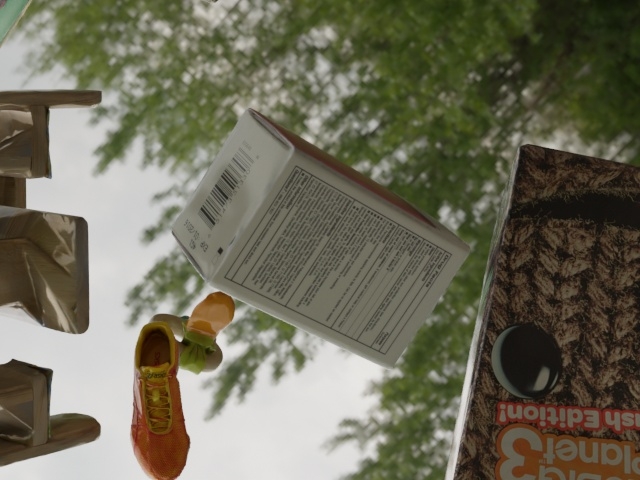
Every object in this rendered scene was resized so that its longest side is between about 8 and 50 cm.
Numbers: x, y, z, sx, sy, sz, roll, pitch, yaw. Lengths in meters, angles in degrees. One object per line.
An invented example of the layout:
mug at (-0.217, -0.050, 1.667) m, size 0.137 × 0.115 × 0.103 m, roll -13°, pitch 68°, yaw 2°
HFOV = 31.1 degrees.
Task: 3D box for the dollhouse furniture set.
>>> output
dollhouse furniture set at (-0.361, 0.010, 1.292) m, size 0.394 × 0.362 × 0.256 m, roll 8°, pitch -169°, yaw 41°

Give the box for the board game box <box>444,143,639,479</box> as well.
board game box at (0.213, 0.111, 0.772) m, size 0.232 × 0.291 × 0.141 m, roll 11°, pitch 154°, yaw 7°

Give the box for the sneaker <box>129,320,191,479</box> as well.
sneaker at (-0.173, 0.166, 1.191) m, size 0.067 × 0.064 × 0.175 m, roll 86°, pitch 173°, yaw -59°

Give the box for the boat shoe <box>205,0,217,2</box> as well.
boat shoe at (-0.230, -0.375, 1.575) m, size 0.227 × 0.069 × 0.081 m, roll 5°, pitch -148°, yaw -30°

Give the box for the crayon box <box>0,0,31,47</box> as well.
crayon box at (-0.315, -0.194, 0.621) m, size 0.313 × 0.363 × 0.106 m, roll 50°, pitch -135°, yaw -3°

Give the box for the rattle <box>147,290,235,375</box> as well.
rattle at (-0.181, 0.110, 1.733) m, size 0.130 × 0.143 × 0.199 m, roll 17°, pitch -167°, yaw 7°

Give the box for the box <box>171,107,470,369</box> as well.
box at (0.000, 0.000, 1.107) m, size 0.232 × 0.149 × 0.127 m, roll 28°, pitch -171°, yaw -33°
